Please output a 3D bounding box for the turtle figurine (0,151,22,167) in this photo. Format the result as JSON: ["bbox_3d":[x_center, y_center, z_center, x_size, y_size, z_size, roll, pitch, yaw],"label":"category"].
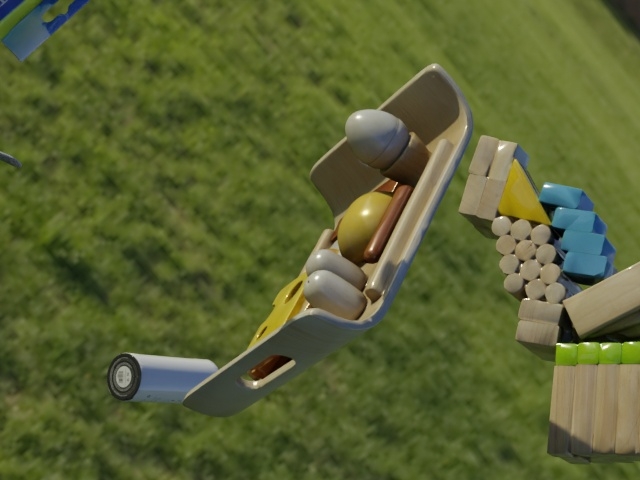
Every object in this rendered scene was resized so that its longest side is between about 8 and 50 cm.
[{"bbox_3d":[-0.442,-0.192,1.484,0.266,0.274,0.198,34,61,-35],"label":"turtle figurine"}]

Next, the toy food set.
[{"bbox_3d":[0.000,0.000,1.273,0.092,0.220,0.306,39,50,-11],"label":"toy food set"}]

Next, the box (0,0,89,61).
[{"bbox_3d":[-0.246,-0.233,1.092,0.178,0.109,0.042,46,-12,0],"label":"box"}]

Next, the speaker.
[{"bbox_3d":[-0.176,0.159,1.687,0.136,0.055,0.055,11,45,-51],"label":"speaker"}]

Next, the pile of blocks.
[{"bbox_3d":[0.253,0.057,1.433,0.112,0.149,0.362,34,34,-59],"label":"pile of blocks"}]
